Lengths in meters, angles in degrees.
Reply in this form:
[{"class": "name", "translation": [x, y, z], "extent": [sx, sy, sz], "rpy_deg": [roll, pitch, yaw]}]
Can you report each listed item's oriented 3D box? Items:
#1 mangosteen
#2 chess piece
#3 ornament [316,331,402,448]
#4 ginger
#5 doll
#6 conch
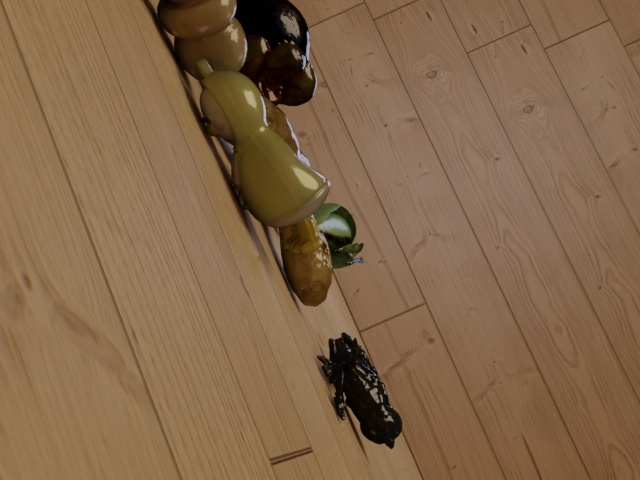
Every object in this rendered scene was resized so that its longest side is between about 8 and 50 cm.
[{"class": "mangosteen", "translation": [-0.110, -0.314, 1.566], "extent": [0.210, 0.209, 0.210], "rpy_deg": [-24, 90, -88]}, {"class": "chess piece", "translation": [-0.174, -0.335, 1.266], "extent": [0.143, 0.142, 0.261], "rpy_deg": [-111, -179, -51]}, {"class": "ornament", "translation": [0.063, 0.238, 1.434], "extent": [0.202, 0.080, 0.236], "rpy_deg": [63, -1, 5]}, {"class": "ginger", "translation": [-0.067, -0.116, 1.545], "extent": [0.363, 0.122, 0.348], "rpy_deg": [-87, 163, -63]}, {"class": "doll", "translation": [-0.088, -0.115, 1.284], "extent": [0.296, 0.117, 0.141], "rpy_deg": [52, -2, -11]}, {"class": "conch", "translation": [0.018, 0.004, 2.008], "extent": [0.250, 0.137, 0.144], "rpy_deg": [-106, 172, -75]}]
